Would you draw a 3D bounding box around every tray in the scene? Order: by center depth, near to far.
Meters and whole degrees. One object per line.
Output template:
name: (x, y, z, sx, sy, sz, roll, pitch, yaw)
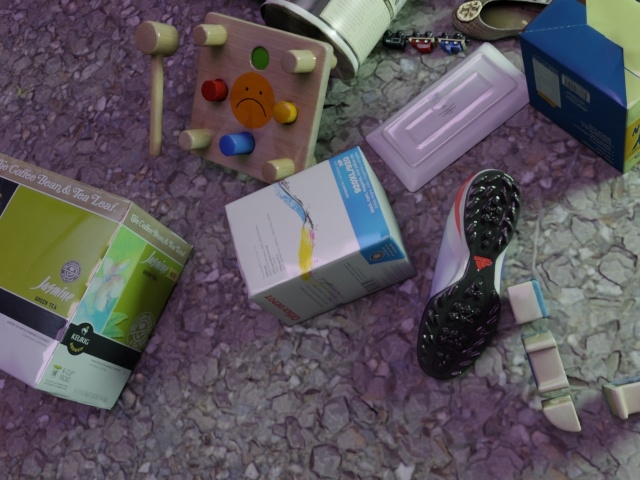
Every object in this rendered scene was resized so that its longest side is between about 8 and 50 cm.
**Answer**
tray: (0.215, -0.214, 1.303, 0.270, 0.030, 0.145, -38, 61, 2)

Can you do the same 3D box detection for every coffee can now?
coffee can: (0.055, -0.451, 1.358, 0.201, 0.201, 0.275, 31, 82, 27)

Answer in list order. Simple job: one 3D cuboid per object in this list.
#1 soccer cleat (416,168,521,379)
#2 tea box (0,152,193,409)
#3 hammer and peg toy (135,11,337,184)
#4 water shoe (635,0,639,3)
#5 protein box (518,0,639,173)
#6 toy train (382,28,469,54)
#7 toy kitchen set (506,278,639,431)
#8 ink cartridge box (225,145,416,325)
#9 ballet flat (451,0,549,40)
soccer cleat: (0.217, 0.051, 1.171, 0.109, 0.116, 0.318, 15, 91, -4)
tea box: (-0.458, 0.065, 1.331, 0.329, 0.220, 0.323, 20, 78, 25)
hammer and peg toy: (-0.155, -0.248, 1.351, 0.361, 0.127, 0.266, 21, 113, 26)
water shoe: (0.524, -0.418, 1.247, 0.080, 0.073, 0.203, 28, 81, 29)
protein box: (0.417, -0.241, 1.142, 0.136, 0.201, 0.200, -44, 62, 0)
toy train: (0.182, -0.348, 1.369, 0.158, 0.027, 0.036, 9, 76, 23)
toy kitchen set: (0.368, 0.141, 1.079, 0.166, 0.122, 0.207, -17, 85, 13)
ink cartridge box: (0.000, 0.000, 1.217, 0.233, 0.171, 0.168, -23, 63, 10)
ballet flat: (0.338, -0.374, 1.304, 0.250, 0.058, 0.084, 16, 75, 25)
